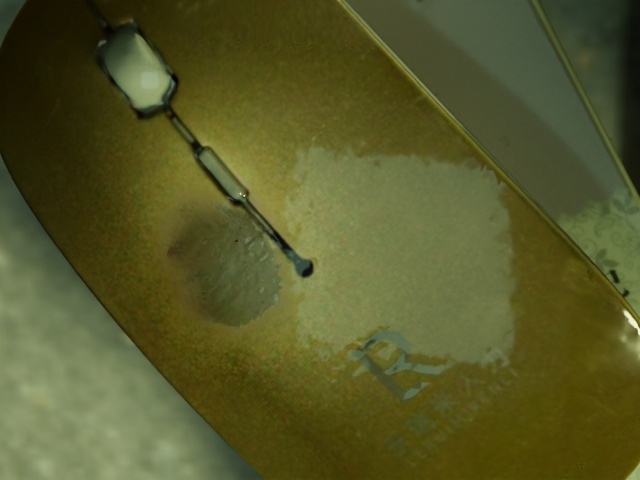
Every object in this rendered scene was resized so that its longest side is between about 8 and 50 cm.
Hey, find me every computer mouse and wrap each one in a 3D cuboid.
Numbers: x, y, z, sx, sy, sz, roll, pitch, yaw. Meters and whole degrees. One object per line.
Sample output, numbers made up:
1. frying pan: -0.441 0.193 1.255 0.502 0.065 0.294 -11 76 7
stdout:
1. computer mouse: 0.000 0.001 0.490 0.102 0.045 0.199 -42 92 17

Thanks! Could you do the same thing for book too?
1. book: 0.028 0.011 0.517 0.127 0.014 0.181 -26 96 18
